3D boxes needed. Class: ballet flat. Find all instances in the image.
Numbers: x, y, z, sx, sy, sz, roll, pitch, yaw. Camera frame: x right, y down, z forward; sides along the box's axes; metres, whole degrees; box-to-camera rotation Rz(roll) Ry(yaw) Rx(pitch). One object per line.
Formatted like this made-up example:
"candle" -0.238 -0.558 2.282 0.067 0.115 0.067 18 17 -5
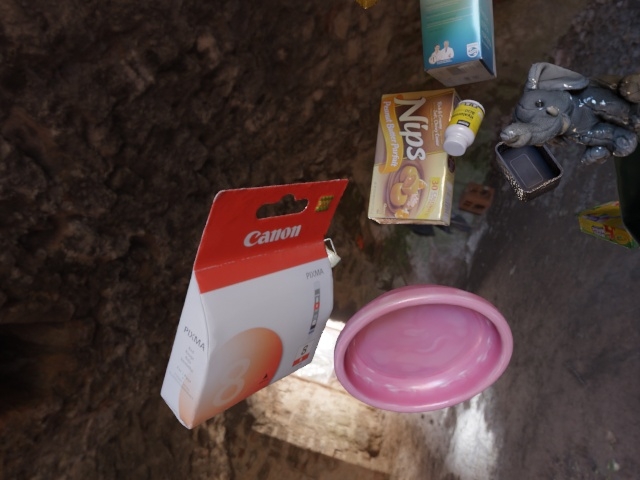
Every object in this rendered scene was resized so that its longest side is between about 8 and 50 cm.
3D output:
"ballet flat" 0.000 0.000 1.337 0.052 0.168 0.057 -37 -16 9

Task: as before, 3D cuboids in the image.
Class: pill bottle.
"pill bottle" 0.306 -0.240 1.043 0.065 0.065 0.116 93 -158 -65

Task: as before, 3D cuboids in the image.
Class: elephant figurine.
"elephant figurine" 0.399 -0.221 0.815 0.186 0.240 0.169 -159 74 -89

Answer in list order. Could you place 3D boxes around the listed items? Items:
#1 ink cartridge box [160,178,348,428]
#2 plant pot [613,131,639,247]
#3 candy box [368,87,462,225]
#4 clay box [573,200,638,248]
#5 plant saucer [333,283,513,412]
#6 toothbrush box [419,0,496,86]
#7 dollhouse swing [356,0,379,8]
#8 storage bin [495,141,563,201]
"ink cartridge box" -0.036 0.044 0.376 0.146 0.045 0.179 -13 -46 -51
"plant pot" 0.701 -0.122 0.871 0.247 0.253 0.247 -53 -52 -61
"candy box" 0.230 -0.199 1.176 0.088 0.183 0.316 18 -102 -60
"clay box" 0.778 -0.047 1.252 0.222 0.128 0.053 -115 6 -75
"plant saucer" 0.188 0.201 0.927 0.084 0.333 0.331 -94 13 -53
"toothbrush box" 0.305 -0.514 1.070 0.216 0.126 0.295 -12 -83 -62
"dollhouse swing" 0.050 -0.558 0.629 0.305 0.347 0.315 -44 -5 -7
"storage bin" 0.607 -0.220 1.422 0.180 0.122 0.084 65 -170 23
